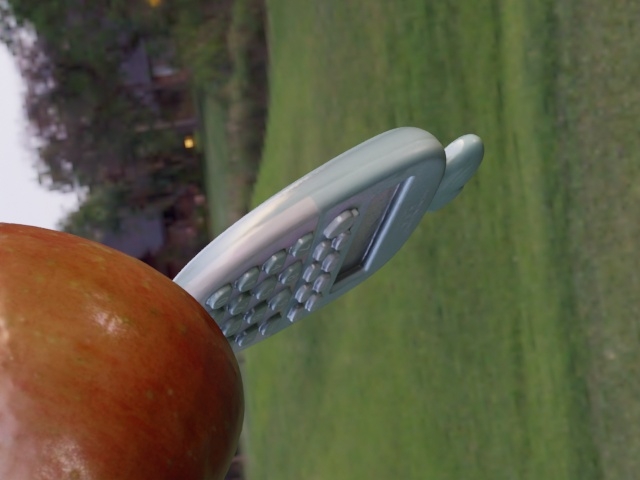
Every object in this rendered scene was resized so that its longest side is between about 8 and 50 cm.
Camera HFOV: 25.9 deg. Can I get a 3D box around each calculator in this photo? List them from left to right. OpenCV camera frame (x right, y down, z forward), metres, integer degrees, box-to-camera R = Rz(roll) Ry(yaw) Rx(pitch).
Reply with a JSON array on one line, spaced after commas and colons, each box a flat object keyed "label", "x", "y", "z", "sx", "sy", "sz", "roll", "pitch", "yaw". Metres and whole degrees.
[{"label": "calculator", "x": 0.000, "y": 0.000, "z": 0.989, "sx": 0.042, "sy": 0.295, "sz": 0.184, "roll": 50, "pitch": 149, "yaw": 18}]

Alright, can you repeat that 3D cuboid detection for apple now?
[{"label": "apple", "x": -0.125, "y": 0.087, "z": 0.615, "sx": 0.181, "sy": 0.168, "sz": 0.181, "roll": -160, "pitch": 90, "yaw": -83}]
